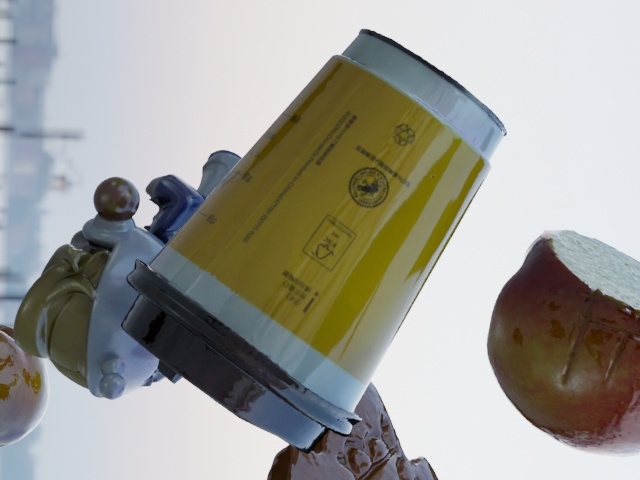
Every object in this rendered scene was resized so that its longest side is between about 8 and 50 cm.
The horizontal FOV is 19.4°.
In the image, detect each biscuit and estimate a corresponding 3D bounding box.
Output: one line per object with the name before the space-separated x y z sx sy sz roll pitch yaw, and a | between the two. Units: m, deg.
biscuit | 0.065 0.265 1.515 0.043 0.306 0.284 -24 -140 31

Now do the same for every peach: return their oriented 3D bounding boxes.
peach | -0.342 0.148 1.920 0.138 0.138 0.138 -178 -90 -80
peach | 0.325 0.124 2.062 0.248 0.275 0.245 -43 147 -44

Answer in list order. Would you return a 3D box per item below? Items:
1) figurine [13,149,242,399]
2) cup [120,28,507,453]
figurine | -0.140 0.034 1.576 0.274 0.133 0.194 -23 135 -62
cup | 0.000 0.000 1.320 0.279 0.196 0.196 -55 -171 -4
